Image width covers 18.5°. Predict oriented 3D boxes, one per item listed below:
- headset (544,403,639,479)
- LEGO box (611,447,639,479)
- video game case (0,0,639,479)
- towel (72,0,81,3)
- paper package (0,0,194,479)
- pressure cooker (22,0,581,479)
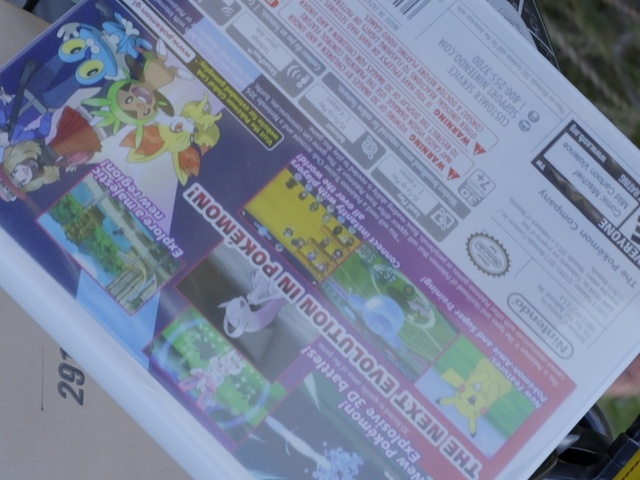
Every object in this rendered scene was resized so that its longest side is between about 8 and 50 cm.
[{"bbox_3d":[0.192,0.207,1.530,0.185,0.243,0.394,38,99,-13],"label":"headset"},{"bbox_3d":[0.347,0.290,1.023,0.372,0.500,0.193,-44,134,-24],"label":"LEGO box"},{"bbox_3d":[0.003,-0.009,0.613,0.183,0.201,0.023,-44,178,-26],"label":"video game case"},{"bbox_3d":[-0.062,-0.080,0.880,0.113,0.152,0.023,27,100,-27],"label":"towel"},{"bbox_3d":[-0.193,0.056,0.937,0.168,0.325,0.309,-17,153,33],"label":"paper package"},{"bbox_3d":[-0.003,0.003,1.322,0.370,0.420,0.375,-11,149,-5],"label":"pressure cooker"}]
